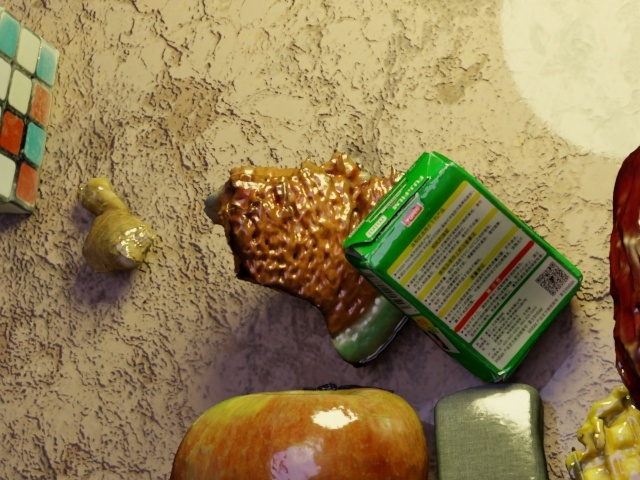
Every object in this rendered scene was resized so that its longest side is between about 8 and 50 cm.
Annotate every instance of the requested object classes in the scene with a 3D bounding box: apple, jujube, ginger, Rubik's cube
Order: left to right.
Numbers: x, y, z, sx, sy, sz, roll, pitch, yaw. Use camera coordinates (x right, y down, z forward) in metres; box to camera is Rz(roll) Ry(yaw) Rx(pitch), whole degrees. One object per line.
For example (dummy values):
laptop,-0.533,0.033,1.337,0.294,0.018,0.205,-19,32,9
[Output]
Rubik's cube,-0.535,-0.188,2.244,0.259,0.253,0.256,3,75,19
ginger,-0.286,-0.012,2.202,0.096,0.067,0.165,-45,51,2
apple,-0.019,0.296,1.895,0.309,0.277,0.250,-10,82,44
jujube,0.430,0.034,1.810,0.258,0.258,0.376,0,56,20

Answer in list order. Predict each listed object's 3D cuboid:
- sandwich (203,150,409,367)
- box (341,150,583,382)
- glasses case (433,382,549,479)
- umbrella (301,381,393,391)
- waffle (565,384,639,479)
sandwich,0.000,0.000,2.034,0.301,0.162,0.250,24,91,-10
box,0.169,0.032,1.936,0.250,0.103,0.180,41,90,-15
glasses case,0.203,0.319,1.876,0.131,0.074,0.323,-10,57,12
umbrella,0.032,0.185,2.048,0.122,0.013,0.022,-6,83,18
waffle,0.401,0.297,1.850,0.281,0.060,0.262,25,81,22
